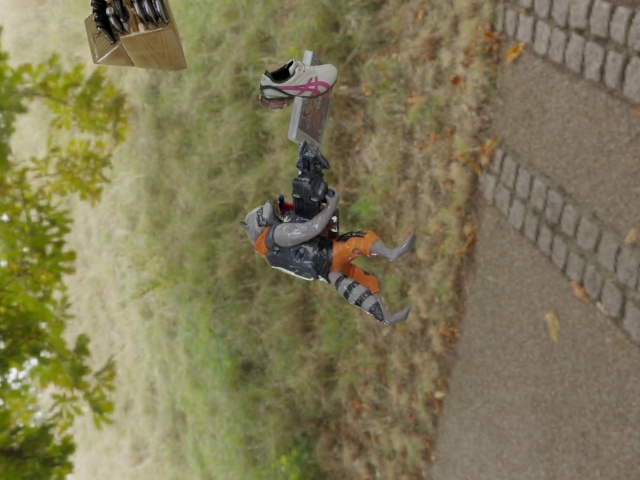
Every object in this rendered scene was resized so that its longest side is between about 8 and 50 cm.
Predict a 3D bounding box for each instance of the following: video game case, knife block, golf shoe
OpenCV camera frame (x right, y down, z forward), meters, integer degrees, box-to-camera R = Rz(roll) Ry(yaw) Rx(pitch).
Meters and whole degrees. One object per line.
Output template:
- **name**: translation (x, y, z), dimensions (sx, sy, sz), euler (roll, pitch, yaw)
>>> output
- **video game case**: translation (-0.018, -0.312, 1.794), dimensions (0.183, 0.023, 0.202), euler (18, -98, -72)
- **knife block**: translation (-0.293, -0.392, 1.370), dimensions (0.242, 0.275, 0.088), euler (-18, 83, 40)
- **golf shoe**: translation (-0.039, -0.331, 1.586), dimensions (0.067, 0.186, 0.086), euler (47, 148, 31)

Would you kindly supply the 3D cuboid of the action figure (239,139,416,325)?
- **action figure**: translation (0.000, 0.000, 1.378), dimensions (0.179, 0.330, 0.341), euler (-57, -26, -28)
